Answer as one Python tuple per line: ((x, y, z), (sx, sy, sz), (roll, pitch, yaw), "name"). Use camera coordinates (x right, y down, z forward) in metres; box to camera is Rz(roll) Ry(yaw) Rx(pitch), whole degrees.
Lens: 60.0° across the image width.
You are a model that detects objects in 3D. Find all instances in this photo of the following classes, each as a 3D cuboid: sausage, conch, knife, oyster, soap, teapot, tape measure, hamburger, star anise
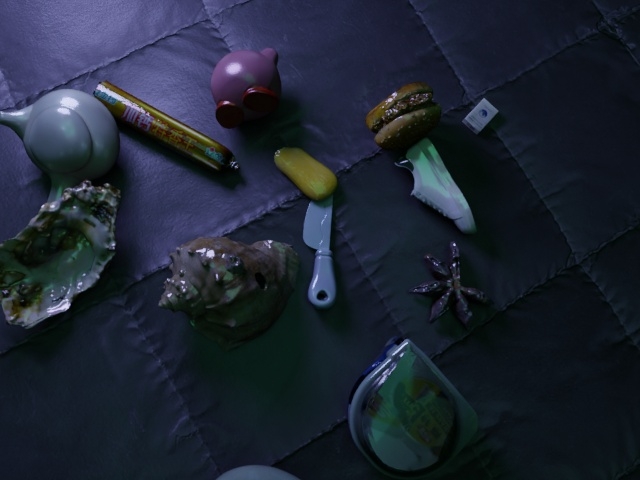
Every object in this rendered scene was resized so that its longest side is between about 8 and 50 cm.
((-0.357, -0.254, 1.309), (0.372, 0.082, 0.082), (28, 77, -2), "sausage")
((-0.187, 0.106, 1.217), (0.324, 0.186, 0.263), (-19, 100, -10), "conch")
((-0.002, 0.001, 1.328), (0.080, 0.044, 0.331), (-1, 73, 0), "knife")
((-0.556, 0.023, 1.197), (0.354, 0.107, 0.201), (-43, 115, -6), "oyster")
((-0.034, -0.168, 1.352), (0.168, 0.033, 0.089), (44, 74, 8), "soap")
((-0.550, -0.170, 1.232), (0.220, 0.149, 0.318), (-13, 104, 6), "teapot")
((0.187, 0.380, 1.225), (0.262, 0.138, 0.259), (-41, 85, -13), "tape measure")
((0.207, -0.296, 1.330), (0.182, 0.191, 0.118), (-31, 83, -31), "hamburger")
((0.311, 0.121, 1.329), (0.172, 0.063, 0.208), (-30, 84, -11), "star anise")

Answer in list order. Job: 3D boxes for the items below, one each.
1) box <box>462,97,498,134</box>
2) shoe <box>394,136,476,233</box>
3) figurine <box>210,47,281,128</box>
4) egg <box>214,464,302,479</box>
((0.418, -0.325, 1.451), (0.054, 0.024, 0.083), (43, 78, 4), "box")
((0.283, -0.117, 1.368), (0.110, 0.095, 0.264), (-28, 90, 9), "shoe")
((-0.176, -0.367, 1.312), (0.173, 0.173, 0.173), (1, 79, -7), "figurine")
((-0.104, 0.568, 1.115), (0.283, 0.203, 0.202), (26, 77, -6), "egg")
